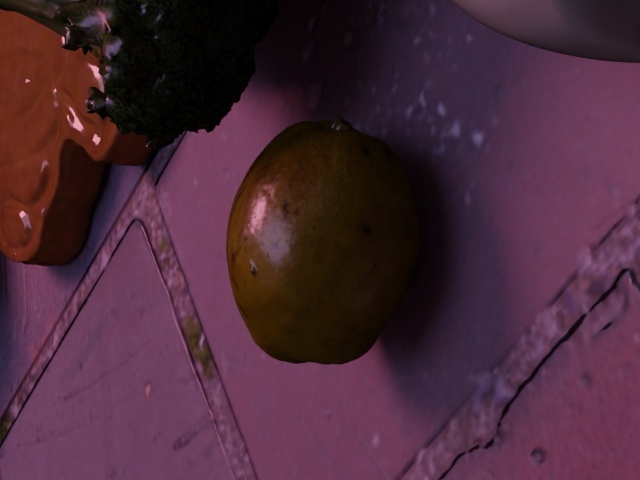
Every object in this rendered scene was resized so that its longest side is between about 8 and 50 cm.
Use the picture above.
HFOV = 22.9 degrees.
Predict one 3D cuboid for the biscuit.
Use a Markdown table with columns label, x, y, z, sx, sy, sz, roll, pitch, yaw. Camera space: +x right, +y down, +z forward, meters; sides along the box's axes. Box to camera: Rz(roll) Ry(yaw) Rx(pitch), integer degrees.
| label | x | y | z | sx | sy | sz | roll | pitch | yaw |
| --- | --- | --- | --- | --- | --- | --- | --- | --- | --- |
| biscuit | -0.198 | -0.165 | 1.174 | 0.312 | 0.057 | 0.351 | -24 | 67 | 54 |

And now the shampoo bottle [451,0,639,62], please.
| label | x | y | z | sx | sy | sz | roll | pitch | yaw |
| --- | --- | --- | --- | --- | --- | --- | --- | --- | --- |
| shampoo bottle | 0.080 | -0.230 | 0.689 | 0.349 | 0.151 | 0.222 | 52 | 128 | 46 |

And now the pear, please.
| label | x | y | z | sx | sy | sz | roll | pitch | yaw |
| --- | --- | --- | --- | --- | --- | --- | --- | --- | --- |
| pear | 0.000 | 0.000 | 0.821 | 0.107 | 0.107 | 0.131 | 11 | 99 | 56 |

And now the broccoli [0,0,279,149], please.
| label | x | y | z | sx | sy | sz | roll | pitch | yaw |
| --- | --- | --- | --- | --- | --- | --- | --- | --- | --- |
| broccoli | -0.131 | -0.204 | 0.891 | 0.321 | 0.283 | 0.304 | -115 | 18 | -82 |
